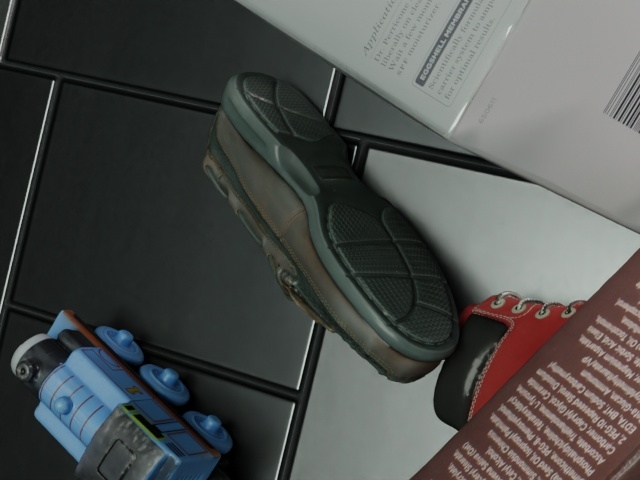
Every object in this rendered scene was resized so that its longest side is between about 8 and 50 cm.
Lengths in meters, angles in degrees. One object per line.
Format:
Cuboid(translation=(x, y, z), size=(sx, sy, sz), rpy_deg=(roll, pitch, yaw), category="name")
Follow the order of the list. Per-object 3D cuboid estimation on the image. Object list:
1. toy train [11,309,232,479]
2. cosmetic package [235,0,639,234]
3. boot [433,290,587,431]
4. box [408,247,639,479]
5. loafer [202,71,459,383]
Cuboid(translation=(-0.142, 0.123, 0.983), size=(0.184, 0.105, 0.080), rpy_deg=(41, 103, 24), category="toy train")
Cuboid(translation=(0.109, -0.117, 0.774), size=(0.225, 0.224, 0.138), rpy_deg=(42, 106, 48), category="cosmetic package")
Cuboid(translation=(0.179, 0.040, 0.846), size=(0.244, 0.088, 0.176), rpy_deg=(-49, 44, -1), category="boot")
Cuboid(translation=(0.196, 0.126, 0.699), size=(0.381, 0.143, 0.191), rpy_deg=(-45, 111, -1), category="box")
Cuboid(translation=(0.000, 0.000, 0.929), size=(0.084, 0.096, 0.267), rpy_deg=(-56, 48, 30), category="loafer")
